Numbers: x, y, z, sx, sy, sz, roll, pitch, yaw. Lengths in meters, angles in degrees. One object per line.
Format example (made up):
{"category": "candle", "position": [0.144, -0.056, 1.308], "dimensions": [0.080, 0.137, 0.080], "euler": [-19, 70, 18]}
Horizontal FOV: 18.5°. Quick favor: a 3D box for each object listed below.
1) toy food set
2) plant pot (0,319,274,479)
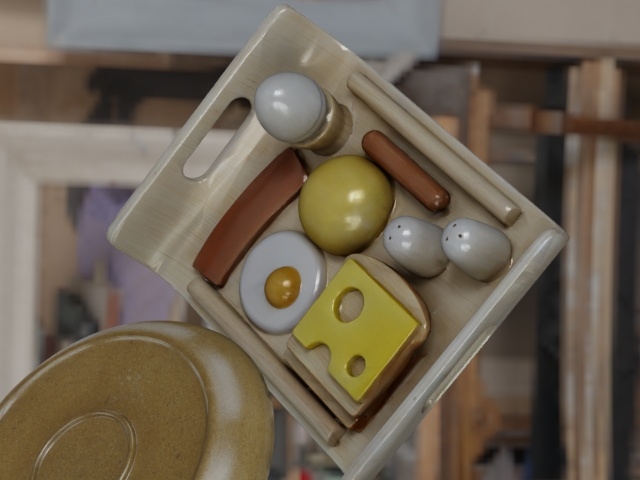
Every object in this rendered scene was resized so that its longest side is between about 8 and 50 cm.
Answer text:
{"category": "toy food set", "position": [0.000, 0.000, 1.331], "dimensions": [0.220, 0.092, 0.306], "euler": [-52, 50, 8]}
{"category": "plant pot", "position": [-0.137, 0.141, 1.190], "dimensions": [0.032, 0.236, 0.236], "euler": [51, -165, -41]}
